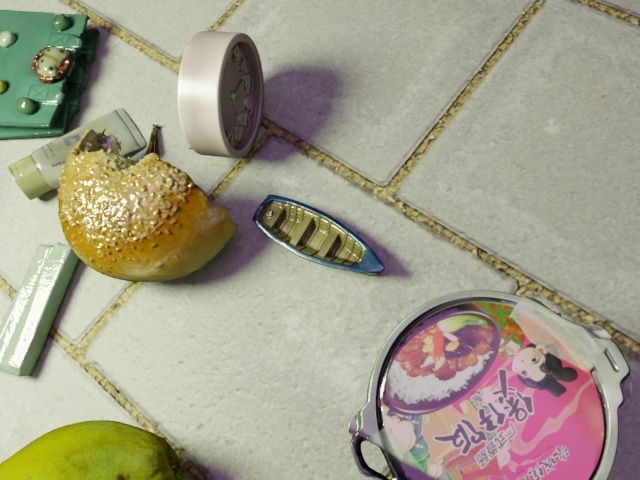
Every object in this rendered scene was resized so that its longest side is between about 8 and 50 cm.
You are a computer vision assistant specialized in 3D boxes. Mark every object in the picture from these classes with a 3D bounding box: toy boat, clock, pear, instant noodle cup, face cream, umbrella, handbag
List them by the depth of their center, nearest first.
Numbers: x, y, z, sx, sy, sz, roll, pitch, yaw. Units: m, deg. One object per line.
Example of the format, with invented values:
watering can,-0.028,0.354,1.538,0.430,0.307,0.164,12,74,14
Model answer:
instant noodle cup,0.190,0.207,0.666,0.302,0.182,0.259,-11,65,6
pear,-0.300,0.333,0.695,0.269,0.212,0.213,-27,65,-3
toy boat,0.000,0.000,0.865,0.228,0.046,0.080,26,74,19
clock,-0.155,-0.234,0.911,0.068,0.197,0.197,8,69,13
umbrella,-0.302,-0.175,1.013,0.031,0.020,0.083,-27,57,43
face cream,-0.438,-0.159,1.014,0.224,0.070,0.114,-32,65,-13
handbag,-0.592,-0.330,1.088,0.273,0.100,0.269,4,67,13

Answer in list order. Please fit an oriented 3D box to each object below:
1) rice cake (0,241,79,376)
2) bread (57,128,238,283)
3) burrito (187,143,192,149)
rice cake,-0.466,0.104,0.913,0.080,0.042,0.222,9,71,19
bread,-0.308,-0.045,0.876,0.314,0.171,0.192,32,73,22
burrito,-0.198,-0.244,1.007,0.058,0.045,0.188,6,67,6
